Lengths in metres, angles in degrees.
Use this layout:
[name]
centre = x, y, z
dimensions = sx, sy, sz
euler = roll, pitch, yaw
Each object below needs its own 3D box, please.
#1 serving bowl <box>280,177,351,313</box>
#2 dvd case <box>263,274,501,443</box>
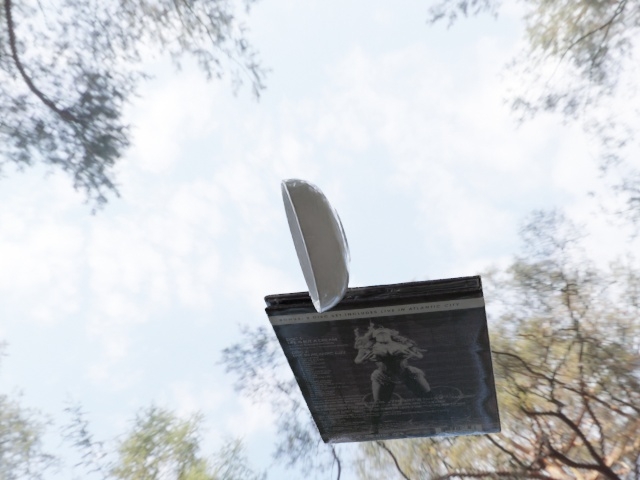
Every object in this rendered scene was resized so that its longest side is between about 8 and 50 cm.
[serving bowl]
centre = 0.000, 0.000, 0.548
dimensions = 0.027, 0.083, 0.083
euler = -17, -95, -6
[dvd case]
centre = 0.060, 0.106, 0.758
dimensions = 0.165, 0.221, 0.018
euler = -6, -130, 11
